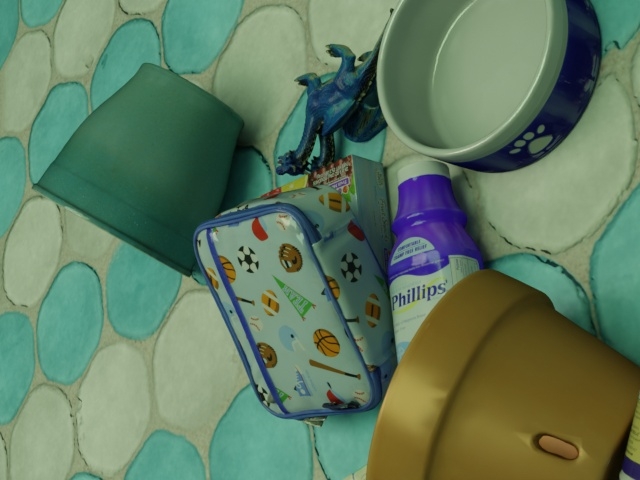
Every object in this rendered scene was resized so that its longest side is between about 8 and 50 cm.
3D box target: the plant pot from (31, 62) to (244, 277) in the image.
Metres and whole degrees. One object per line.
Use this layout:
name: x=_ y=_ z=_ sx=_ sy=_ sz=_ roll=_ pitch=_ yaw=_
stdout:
plant pot: x=-0.255 y=-0.120 z=1.664 sx=0.272 sy=0.272 sz=0.255 roll=25 pitch=85 yaw=47

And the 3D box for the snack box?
snack box: x=0.000 y=0.000 z=1.488 sx=0.207 sy=0.070 sz=0.174 roll=-21 pitch=67 yaw=43

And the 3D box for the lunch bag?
lunch bag: x=-0.028 y=0.089 z=1.384 sx=0.243 sy=0.115 sz=0.303 roll=-11 pitch=104 yaw=42

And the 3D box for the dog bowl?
dog bowl: x=0.198 y=-0.217 z=1.312 sx=0.265 sy=0.104 sz=0.264 roll=-15 pitch=70 yaw=44

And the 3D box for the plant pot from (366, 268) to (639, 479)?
plant pot: x=0.209 y=0.197 z=1.088 sx=0.204 sy=0.291 sz=0.290 roll=22 pitch=96 yaw=30

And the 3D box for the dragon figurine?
dragon figurine: x=0.040 y=-0.184 z=1.481 sx=0.289 sy=0.085 sz=0.144 roll=-34 pitch=59 yaw=41

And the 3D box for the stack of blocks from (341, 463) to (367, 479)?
stack of blocks: x=0.010 y=0.364 z=1.308 sx=0.297 sy=0.171 sz=0.087 roll=-40 pitch=54 yaw=32

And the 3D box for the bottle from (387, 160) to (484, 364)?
bottle: x=0.139 y=0.045 z=1.313 sx=0.118 sy=0.092 sz=0.282 roll=-22 pitch=64 yaw=40

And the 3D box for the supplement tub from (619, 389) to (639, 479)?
supplement tub: x=0.401 y=0.097 z=0.914 sx=0.241 sy=0.241 sz=0.331 roll=13 pitch=89 yaw=47
